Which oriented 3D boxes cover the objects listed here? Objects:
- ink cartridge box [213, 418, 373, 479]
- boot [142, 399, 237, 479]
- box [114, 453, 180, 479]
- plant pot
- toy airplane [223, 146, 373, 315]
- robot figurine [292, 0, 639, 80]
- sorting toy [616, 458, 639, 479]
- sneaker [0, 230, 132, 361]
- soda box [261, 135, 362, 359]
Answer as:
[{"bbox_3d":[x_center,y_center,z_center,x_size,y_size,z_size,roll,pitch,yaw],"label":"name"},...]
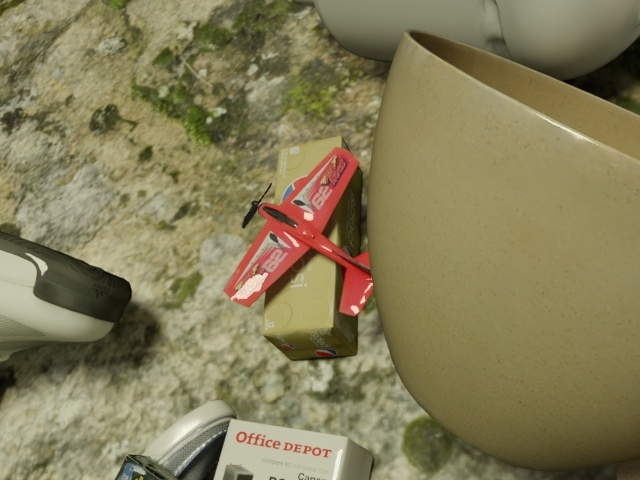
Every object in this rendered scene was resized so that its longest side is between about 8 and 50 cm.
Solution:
[{"bbox_3d":[-0.029,0.200,0.501,0.099,0.056,0.135,1,62,26],"label":"ink cartridge box"},{"bbox_3d":[-0.112,0.213,0.533,0.190,0.069,0.086,-48,61,1],"label":"boot"},{"bbox_3d":[-0.120,0.225,0.474,0.094,0.027,0.137,22,83,30],"label":"box"},{"bbox_3d":[0.142,0.021,0.432,0.284,0.284,0.191,40,118,36],"label":"plant pot"},{"bbox_3d":[0.000,0.000,0.554,0.151,0.028,0.151,-10,59,18],"label":"toy airplane"},{"bbox_3d":[0.129,-0.242,0.596,0.353,0.300,0.199,20,27,38],"label":"robot figurine"},{"bbox_3d":[0.261,0.212,0.373,0.347,0.047,0.196,-7,63,21],"label":"sorting toy"},{"bbox_3d":[-0.363,0.134,0.653,0.447,0.169,0.258,-4,68,31],"label":"sneaker"},{"bbox_3d":[-0.004,0.005,0.608,0.061,0.058,0.181,-8,57,20],"label":"soda box"}]
